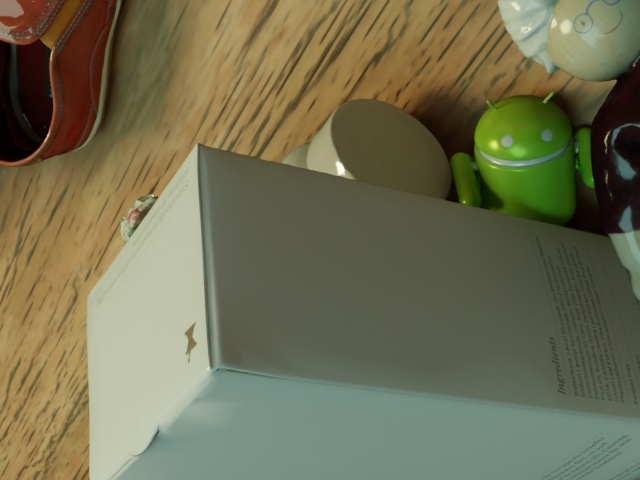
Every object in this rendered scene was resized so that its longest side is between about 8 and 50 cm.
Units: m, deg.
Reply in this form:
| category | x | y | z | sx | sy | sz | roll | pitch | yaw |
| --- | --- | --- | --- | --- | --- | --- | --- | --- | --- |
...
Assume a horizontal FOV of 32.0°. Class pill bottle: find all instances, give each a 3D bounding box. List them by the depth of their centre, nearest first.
| category | x | y | z | sx | sy | sz | roll | pitch | yaw |
| --- | --- | --- | --- | --- | --- | --- | --- | --- | --- |
| pill bottle | 0.000 | 0.000 | 0.852 | 0.121 | 0.121 | 0.221 | 38 | 133 | -1 |

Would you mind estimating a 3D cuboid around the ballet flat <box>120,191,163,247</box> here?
| category | x | y | z | sx | sy | sz | roll | pitch | yaw |
| --- | --- | --- | --- | --- | --- | --- | --- | --- | --- |
| ballet flat | -0.096 | 0.059 | 0.996 | 0.241 | 0.091 | 0.077 | 60 | 160 | -15 |

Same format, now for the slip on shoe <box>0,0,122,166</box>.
| category | x | y | z | sx | sy | sz | roll | pitch | yaw |
| --- | --- | --- | --- | --- | --- | --- | --- | --- | --- |
| slip on shoe | -0.218 | -0.192 | 0.846 | 0.123 | 0.101 | 0.331 | 25 | 131 | 14 |

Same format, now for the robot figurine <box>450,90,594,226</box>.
| category | x | y | z | sx | sy | sz | roll | pitch | yaw |
| --- | --- | --- | --- | --- | --- | --- | --- | --- | --- |
| robot figurine | 0.141 | -0.049 | 0.770 | 0.101 | 0.067 | 0.115 | -10 | 124 | 2 |

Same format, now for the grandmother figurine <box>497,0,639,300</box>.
| category | x | y | z | sx | sy | sz | roll | pitch | yaw |
| --- | --- | --- | --- | --- | --- | --- | --- | --- | --- |
| grandmother figurine | 0.246 | -0.058 | 0.648 | 0.342 | 0.208 | 0.104 | 44 | 174 | 10 |

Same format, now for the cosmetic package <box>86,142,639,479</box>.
| category | x | y | z | sx | sy | sz | roll | pitch | yaw |
| --- | --- | --- | --- | --- | --- | --- | --- | --- | --- |
| cosmetic package | 0.050 | 0.083 | 0.734 | 0.366 | 0.155 | 0.197 | 13 | 143 | -28 |
